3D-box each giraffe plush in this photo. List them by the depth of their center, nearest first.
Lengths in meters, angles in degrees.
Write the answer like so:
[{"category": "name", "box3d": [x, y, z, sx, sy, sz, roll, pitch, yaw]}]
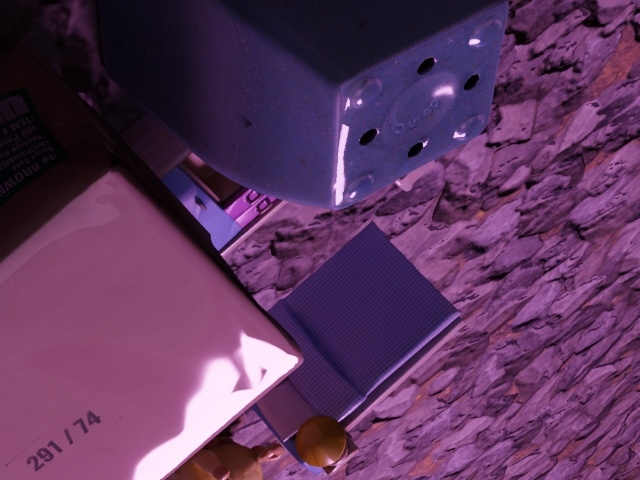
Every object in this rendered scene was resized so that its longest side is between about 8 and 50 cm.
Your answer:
[{"category": "giraffe plush", "box3d": [-0.131, 0.299, 1.790, 0.170, 0.181, 0.210, -9, 106, -60]}]

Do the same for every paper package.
[{"category": "paper package", "box3d": [-0.227, 0.079, 1.123, 0.325, 0.168, 0.309, -40, 141, 1]}]

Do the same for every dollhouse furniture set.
[{"category": "dollhouse furniture set", "box3d": [0.000, 0.000, 1.330, 0.286, 0.303, 0.198, -41, 153, 1]}]

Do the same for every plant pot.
[{"category": "plant pot", "box3d": [0.002, -0.173, 1.140, 0.247, 0.252, 0.248, -29, 151, -21]}]
